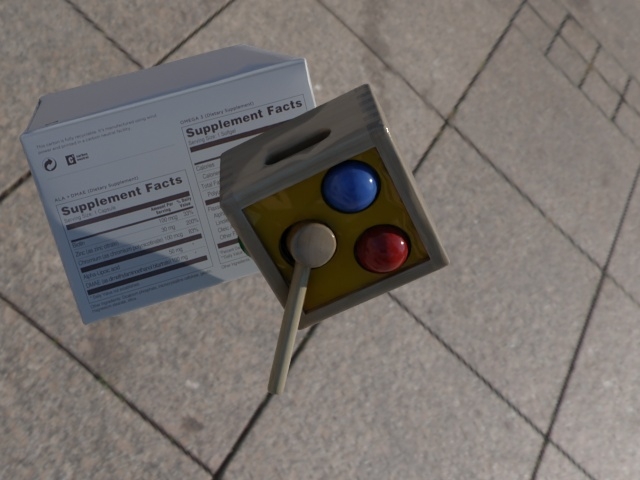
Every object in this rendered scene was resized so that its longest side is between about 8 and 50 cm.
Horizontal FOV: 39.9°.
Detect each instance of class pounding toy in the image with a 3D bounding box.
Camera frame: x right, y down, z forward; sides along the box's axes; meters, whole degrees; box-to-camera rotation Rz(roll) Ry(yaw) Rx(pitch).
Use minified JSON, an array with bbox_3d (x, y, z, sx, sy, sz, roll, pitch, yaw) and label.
[{"bbox_3d":[0.000,0.000,0.567,0.130,0.141,0.100,61,10,-30],"label":"pounding toy"}]

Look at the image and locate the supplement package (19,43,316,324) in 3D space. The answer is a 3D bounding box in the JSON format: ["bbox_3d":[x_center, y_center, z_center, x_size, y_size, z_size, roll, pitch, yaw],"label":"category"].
[{"bbox_3d":[-0.119,-0.065,0.732,0.204,0.262,0.145,-17,109,-10],"label":"supplement package"}]
